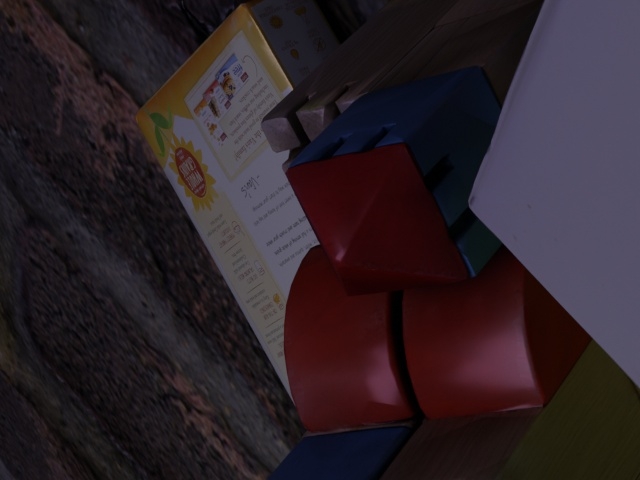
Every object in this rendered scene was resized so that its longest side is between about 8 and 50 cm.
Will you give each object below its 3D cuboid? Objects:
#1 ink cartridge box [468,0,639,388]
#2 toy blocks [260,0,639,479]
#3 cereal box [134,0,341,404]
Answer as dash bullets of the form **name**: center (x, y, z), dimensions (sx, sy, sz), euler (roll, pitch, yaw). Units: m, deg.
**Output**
- **ink cartridge box**: center (0.193, -0.049, 0.481), dimensions (0.171, 0.232, 0.168), euler (48, 149, 22)
- **toy blocks**: center (0.083, 0.066, 0.642), dimensions (0.190, 0.261, 0.381), euler (-11, 115, 40)
- **cereal box**: center (0.000, 0.000, 0.990), dimensions (0.240, 0.047, 0.173), euler (60, 150, 2)
